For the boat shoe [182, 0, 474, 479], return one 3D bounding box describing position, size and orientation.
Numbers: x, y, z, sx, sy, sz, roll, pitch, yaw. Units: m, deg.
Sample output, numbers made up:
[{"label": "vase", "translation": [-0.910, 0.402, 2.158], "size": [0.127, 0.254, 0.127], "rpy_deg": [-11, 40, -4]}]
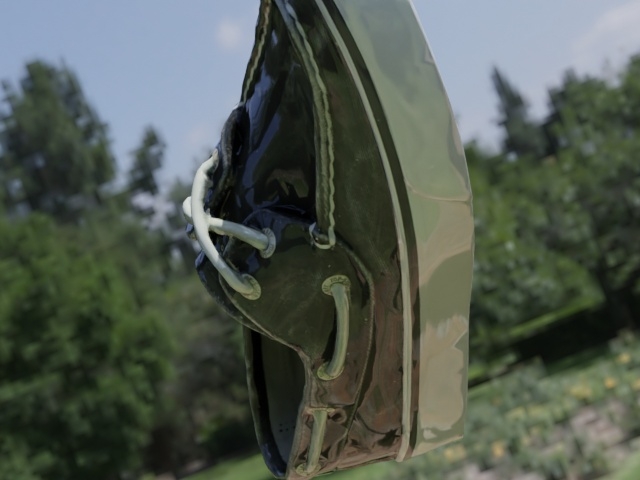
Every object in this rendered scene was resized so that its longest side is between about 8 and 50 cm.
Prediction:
[{"label": "boat shoe", "translation": [0.000, 0.000, 0.542], "size": [0.070, 0.078, 0.219], "rpy_deg": [-19, -42, -10]}]
